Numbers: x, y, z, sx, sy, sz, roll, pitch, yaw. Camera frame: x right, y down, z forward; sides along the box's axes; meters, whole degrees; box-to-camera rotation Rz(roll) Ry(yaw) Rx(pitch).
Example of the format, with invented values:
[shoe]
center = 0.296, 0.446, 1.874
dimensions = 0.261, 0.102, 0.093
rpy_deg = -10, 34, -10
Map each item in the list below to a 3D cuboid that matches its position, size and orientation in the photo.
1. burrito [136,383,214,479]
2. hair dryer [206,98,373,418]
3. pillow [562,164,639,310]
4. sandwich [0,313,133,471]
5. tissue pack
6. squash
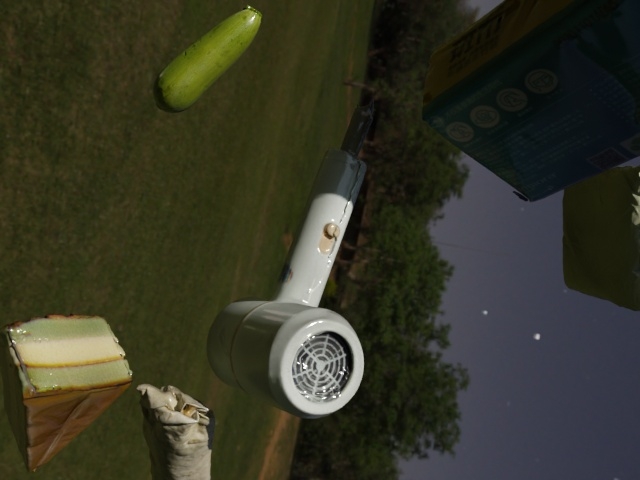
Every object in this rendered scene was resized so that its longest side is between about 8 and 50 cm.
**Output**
[burrito]
center = -0.158, 0.246, 0.775
dimensions = 0.059, 0.082, 0.275
rpy_deg = -47, 156, -40
[hair dryer]
center = 0.000, 0.000, 0.741
dimensions = 0.173, 0.108, 0.357
rpy_deg = 0, -111, 58
[pillow]
center = 0.574, -0.016, 1.391
dimensions = 0.281, 0.076, 0.274
rpy_deg = -152, -119, -80
[sandwich]
center = -0.266, 0.142, 0.613
dimensions = 0.163, 0.079, 0.113
rpy_deg = -40, 156, 19
[tissue pack]
center = 0.256, -0.170, 0.681
dimensions = 0.271, 0.192, 0.133
rpy_deg = -28, -144, 49
[squash]
center = -0.164, -0.263, 1.003
dimensions = 0.201, 0.066, 0.066
rpy_deg = -44, -178, 3
